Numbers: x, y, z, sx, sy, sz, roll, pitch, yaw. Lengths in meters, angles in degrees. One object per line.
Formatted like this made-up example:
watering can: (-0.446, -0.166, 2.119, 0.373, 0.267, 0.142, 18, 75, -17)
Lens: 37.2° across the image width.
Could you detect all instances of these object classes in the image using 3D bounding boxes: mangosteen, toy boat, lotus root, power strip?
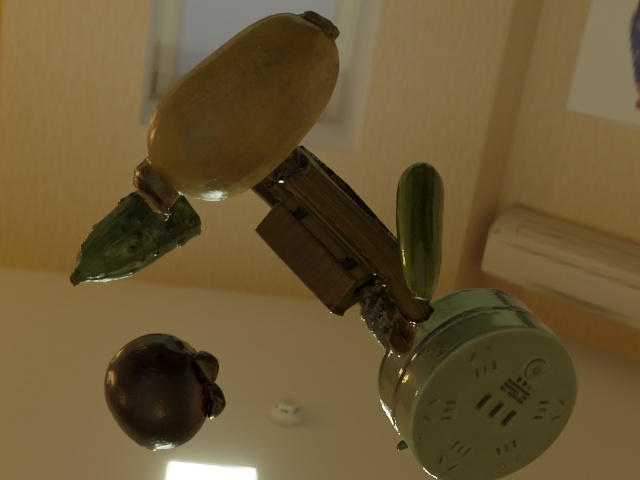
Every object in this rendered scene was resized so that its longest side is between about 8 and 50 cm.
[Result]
mangosteen: (-0.191, 0.184, 1.187, 0.152, 0.152, 0.152, 8, -162, -3)
toy boat: (0.000, 0.000, 1.478, 0.162, 0.136, 0.445, -29, -116, -28)
lotus root: (-0.091, -0.145, 1.078, 0.146, 0.303, 0.131, 47, 177, -9)
power strip: (0.278, 0.274, 1.725, 0.357, 0.357, 0.161, 2, -155, -20)

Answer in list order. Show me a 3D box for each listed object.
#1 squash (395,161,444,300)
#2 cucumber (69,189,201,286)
squash: (0.133, -0.013, 1.258, 0.066, 0.201, 0.066, 1, 155, 0)
cucumber: (-0.328, 0.001, 1.619, 0.244, 0.134, 0.134, -38, -137, -27)
